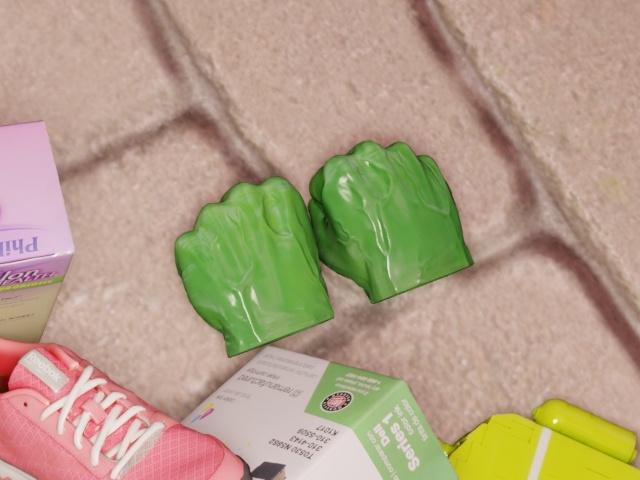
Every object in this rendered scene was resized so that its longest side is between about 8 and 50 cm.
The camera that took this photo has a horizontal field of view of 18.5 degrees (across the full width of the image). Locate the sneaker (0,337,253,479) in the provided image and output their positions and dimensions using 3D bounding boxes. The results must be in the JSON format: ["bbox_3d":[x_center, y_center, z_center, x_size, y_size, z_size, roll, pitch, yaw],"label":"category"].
[{"bbox_3d":[-0.190,0.152,1.541,0.116,0.314,0.136,-46,129,-30],"label":"sneaker"}]

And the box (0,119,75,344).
[{"bbox_3d":[-0.329,0.015,1.587,0.213,0.243,0.117,-9,73,-18],"label":"box"}]

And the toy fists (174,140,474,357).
[{"bbox_3d":[0.000,0.000,1.772,0.279,0.096,0.142,-19,86,-23],"label":"toy fists"}]

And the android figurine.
[{"bbox_3d":[0.202,0.260,1.752,0.273,0.056,0.248,22,66,-8],"label":"android figurine"}]

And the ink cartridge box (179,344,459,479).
[{"bbox_3d":[-0.060,0.225,1.597,0.278,0.201,0.117,-41,117,-25],"label":"ink cartridge box"}]
